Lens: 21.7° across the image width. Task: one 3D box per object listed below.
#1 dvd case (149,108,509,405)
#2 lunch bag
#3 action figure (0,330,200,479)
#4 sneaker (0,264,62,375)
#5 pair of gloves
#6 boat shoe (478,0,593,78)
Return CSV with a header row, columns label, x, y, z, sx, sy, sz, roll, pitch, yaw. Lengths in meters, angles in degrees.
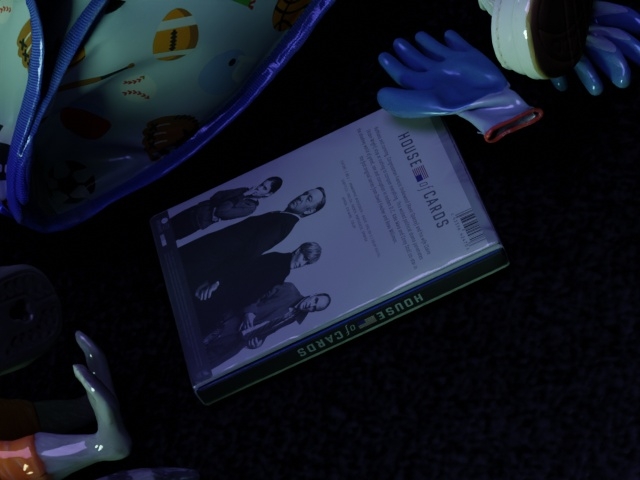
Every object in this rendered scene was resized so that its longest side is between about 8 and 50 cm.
label,x,y,z,sx,sy,sz,roll,pitch,yaw
dvd case,0.000,0.000,1.218,0.239,0.029,0.179,-25,46,6
lunch bag,-0.190,-0.229,1.375,0.385,0.239,0.328,-50,47,4
action figure,-0.245,0.216,1.068,0.330,0.178,0.341,-42,22,-4
sneaker,-0.287,0.083,1.080,0.130,0.087,0.227,-20,4,41
pair of gloves,0.141,-0.133,1.241,0.198,0.023,0.159,-28,40,-15
boat shoe,0.149,-0.198,1.228,0.096,0.098,0.277,0,32,18
